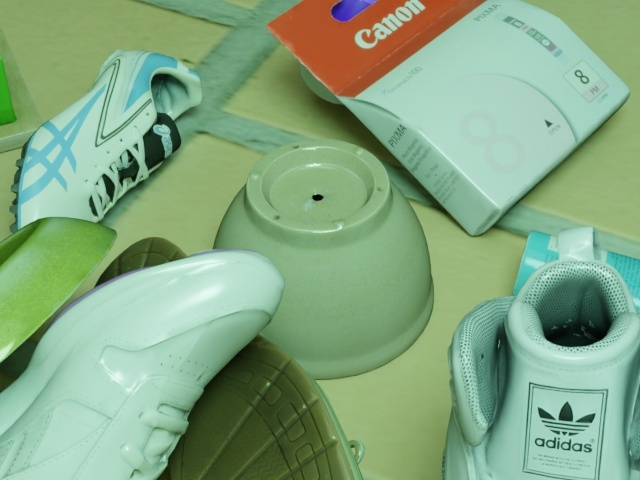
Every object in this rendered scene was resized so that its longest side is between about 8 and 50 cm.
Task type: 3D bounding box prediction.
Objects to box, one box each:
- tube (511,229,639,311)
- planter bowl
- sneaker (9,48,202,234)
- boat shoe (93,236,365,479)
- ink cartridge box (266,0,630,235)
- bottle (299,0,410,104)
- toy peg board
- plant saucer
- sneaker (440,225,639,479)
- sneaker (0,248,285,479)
[{"bbox_3d":[0.237,0.044,0.878,0.207,0.052,0.080,16,51,10],"label":"tube"},{"bbox_3d":[0.000,0.000,0.883,0.162,0.109,0.162,0,44,0],"label":"planter bowl"},{"bbox_3d":[-0.161,-0.066,0.973,0.086,0.085,0.237,9,46,17],"label":"sneaker"},{"bbox_3d":[-0.044,0.105,0.777,0.104,0.089,0.285,-41,49,5],"label":"boat shoe"},{"bbox_3d":[0.103,-0.140,1.001,0.232,0.066,0.189,48,57,3],"label":"ink cartridge box"},{"bbox_3d":[0.060,-0.227,1.130,0.118,0.092,0.283,15,46,15],"label":"bottle"},{"bbox_3d":[-0.330,-0.138,1.057,0.160,0.079,0.161,-17,45,-16],"label":"toy peg board"},{"bbox_3d":[-0.226,0.058,0.766,0.241,0.037,0.241,-36,13,9],"label":"plant saucer"},{"bbox_3d":[0.102,0.165,0.633,0.137,0.210,0.366,9,45,11],"label":"sneaker"},{"bbox_3d":[-0.126,0.129,0.705,0.305,0.114,0.152,-40,69,6],"label":"sneaker"}]
